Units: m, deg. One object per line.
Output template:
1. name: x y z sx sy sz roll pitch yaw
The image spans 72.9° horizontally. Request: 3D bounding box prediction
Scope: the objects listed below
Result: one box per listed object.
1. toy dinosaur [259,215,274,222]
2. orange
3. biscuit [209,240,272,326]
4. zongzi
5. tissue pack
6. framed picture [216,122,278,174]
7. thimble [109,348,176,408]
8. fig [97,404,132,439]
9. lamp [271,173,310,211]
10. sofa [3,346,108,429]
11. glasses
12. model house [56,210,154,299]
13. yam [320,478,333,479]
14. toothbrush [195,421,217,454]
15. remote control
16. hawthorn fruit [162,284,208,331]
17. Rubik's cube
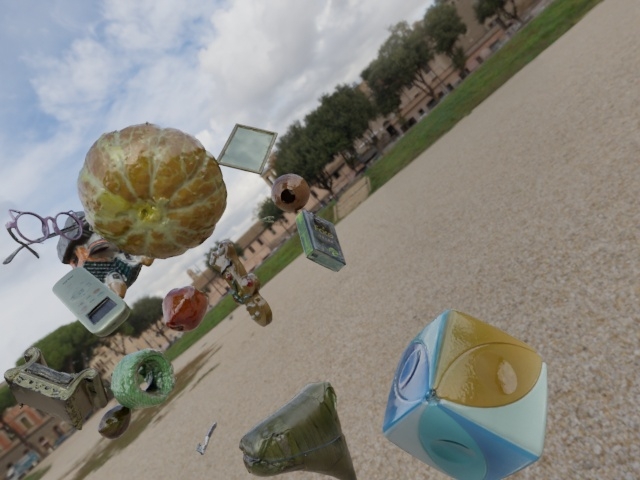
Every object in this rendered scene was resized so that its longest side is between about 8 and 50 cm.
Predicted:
1. toy dinosaur: -0.227 -0.088 1.813 0.060 0.029 0.119 0 2 1
2. orange: -0.386 -0.116 1.021 0.329 0.329 0.249 -40 38 10
3. biscuit: -0.253 0.145 1.376 0.049 0.301 0.197 -31 -7 -33
4. zongzi: -0.046 0.648 1.269 0.323 0.360 0.160 -25 8 -36
5. tissue pack: 0.000 0.000 1.680 0.073 0.173 0.235 -45 38 25
6. framed picture: -0.217 -0.277 1.295 0.010 0.136 0.201 102 -179 -49
7. thimble: -0.665 0.524 1.634 0.150 0.219 0.219 -23 11 29
8. fig: -0.754 0.662 1.620 0.154 0.103 0.109 -58 13 -28
9. lamp: -0.104 -0.166 1.512 0.136 0.136 0.136 -41 2 2
10. sofa: -0.816 0.446 1.372 0.182 0.258 0.200 -65 -11 -49
11. glasses: -0.492 -0.006 0.738 0.104 0.062 0.140 -25 -3 19
12. model house: -0.695 0.065 1.458 0.271 0.301 0.190 10 -59 -49
13. yam: -0.020 1.052 1.844 0.264 0.046 0.046 -40 2 42
14. toothbrush: -0.332 0.577 1.273 0.024 0.026 0.288 -64 1 -11
15. remote control: -0.516 0.131 0.967 0.309 0.038 0.090 19 55 43
16. hawthorn fruit: -0.545 0.274 1.732 0.189 0.189 0.189 -41 2 2
17. Rubik's cube: 0.420 0.464 1.289 0.352 0.347 0.351 -61 -3 -46
